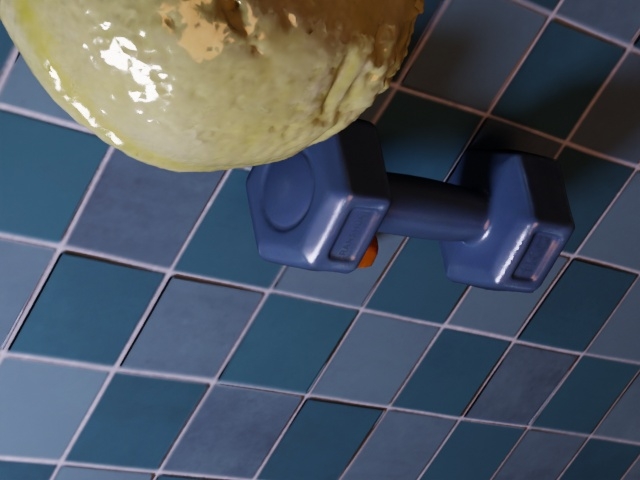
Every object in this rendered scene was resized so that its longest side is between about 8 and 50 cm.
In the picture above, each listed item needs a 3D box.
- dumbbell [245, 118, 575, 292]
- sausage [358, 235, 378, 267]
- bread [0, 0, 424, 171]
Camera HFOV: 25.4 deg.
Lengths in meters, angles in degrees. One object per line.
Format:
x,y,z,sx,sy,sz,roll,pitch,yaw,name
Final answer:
0.091,-0.032,1.358,0.316,0.156,0.143,8,91,-37,dumbbell
0.000,0.000,1.398,0.131,0.039,0.041,11,121,-39,sausage
-0.075,-0.207,0.985,0.321,0.320,0.237,6,145,-36,bread
